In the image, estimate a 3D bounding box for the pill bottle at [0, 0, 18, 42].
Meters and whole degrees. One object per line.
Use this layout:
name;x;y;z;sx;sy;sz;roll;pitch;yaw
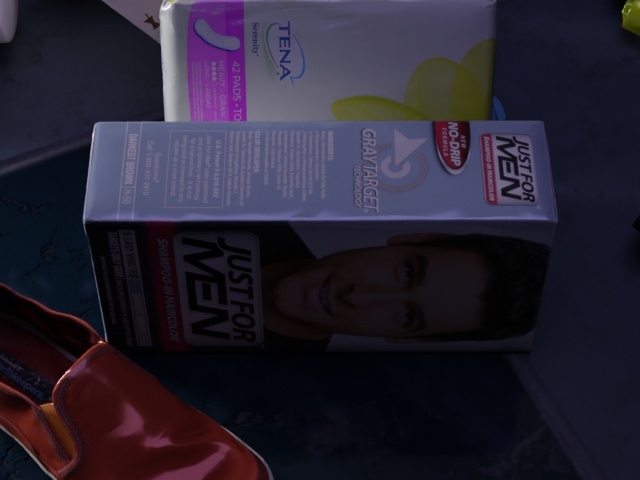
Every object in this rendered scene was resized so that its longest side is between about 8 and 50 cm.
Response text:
pill bottle;-0.445;-0.252;1.488;0.271;0.152;0.152;-1;52;-1

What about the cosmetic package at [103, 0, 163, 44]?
cosmetic package;-0.136;-0.317;1.394;0.365;0.197;0.155;34;48;-28

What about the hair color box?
hair color box;0.000;0.000;1.271;0.374;0.185;0.114;-1;52;0

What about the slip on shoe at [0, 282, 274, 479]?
slip on shoe;-0.181;0.139;1.218;0.331;0.101;0.123;31;56;20

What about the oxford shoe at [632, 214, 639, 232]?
oxford shoe;0.385;-0.043;1.386;0.227;0.083;0.096;-39;84;-28

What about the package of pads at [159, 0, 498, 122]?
package of pads;0.007;-0.131;1.340;0.296;0.229;0.101;0;26;-1

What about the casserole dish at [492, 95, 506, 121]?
casserole dish;0.090;-0.123;1.462;0.188;0.037;0.114;-12;52;-8

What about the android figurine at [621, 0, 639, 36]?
android figurine;0.417;-0.289;1.561;0.272;0.056;0.248;29;64;11
